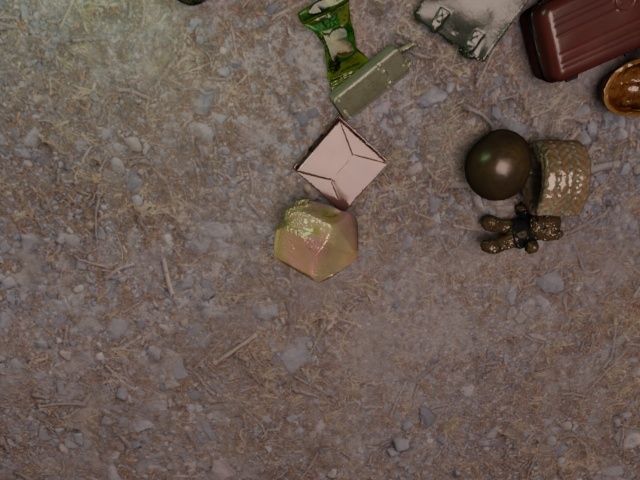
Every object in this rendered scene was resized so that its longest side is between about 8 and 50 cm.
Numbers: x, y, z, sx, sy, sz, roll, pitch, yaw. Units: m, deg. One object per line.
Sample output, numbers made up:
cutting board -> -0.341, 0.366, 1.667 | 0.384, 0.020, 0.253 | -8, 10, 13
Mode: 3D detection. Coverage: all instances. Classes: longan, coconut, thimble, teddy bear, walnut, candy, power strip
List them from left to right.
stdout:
coconut -> 0.000, 0.000, 1.430 | 0.245, 0.233, 0.233 | 22, 113, 31
candy -> 0.048, -0.556, 1.342 | 0.148, 0.069, 0.247 | -24, 116, 4
power strip -> 0.161, -0.469, 1.372 | 0.288, 0.053, 0.093 | -37, 130, 7
longan -> 0.536, -0.226, 1.435 | 0.197, 0.198, 0.213 | 21, 109, -11
teddy bear -> 0.646, -0.032, 1.545 | 0.251, 0.129, 0.182 | -8, 70, 20
thimble -> 0.708, -0.191, 1.449 | 0.148, 0.196, 0.229 | 1, 102, 2
walnut -> 0.930, -0.462, 1.423 | 0.211, 0.087, 0.167 | -1, 117, -1

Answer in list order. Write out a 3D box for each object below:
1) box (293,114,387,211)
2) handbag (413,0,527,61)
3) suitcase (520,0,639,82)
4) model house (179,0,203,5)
box -> 0.063, -0.228, 1.454 | 0.215, 0.086, 0.215 | 40, 103, -16
handbag -> 0.420, -0.659, 1.303 | 0.247, 0.079, 0.260 | 29, 119, -11
suitcase -> 0.731, -0.595, 1.322 | 0.296, 0.161, 0.236 | -23, 110, 5
model house -> -0.339, -0.736, 1.138 | 0.190, 0.301, 0.271 | 39, 104, -8
